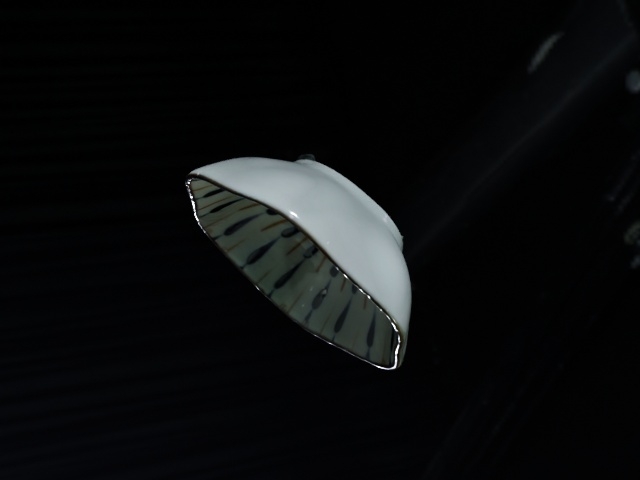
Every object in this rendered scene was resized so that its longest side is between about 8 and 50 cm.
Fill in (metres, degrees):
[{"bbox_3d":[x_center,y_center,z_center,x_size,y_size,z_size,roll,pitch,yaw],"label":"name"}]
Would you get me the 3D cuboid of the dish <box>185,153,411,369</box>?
[{"bbox_3d":[0.000,0.000,0.801,0.191,0.066,0.190,36,-17,13],"label":"dish"}]
